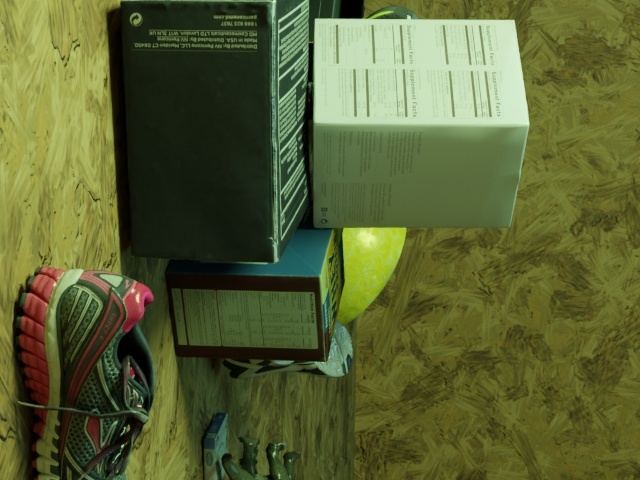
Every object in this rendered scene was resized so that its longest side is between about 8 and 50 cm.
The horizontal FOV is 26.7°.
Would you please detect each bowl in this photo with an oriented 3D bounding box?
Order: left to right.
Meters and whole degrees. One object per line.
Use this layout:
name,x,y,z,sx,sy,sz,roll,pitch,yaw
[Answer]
bowl,0.000,0.000,2.401,0.156,0.289,0.289,32,48,-30

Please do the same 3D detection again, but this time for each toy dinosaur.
toy dinosaur,-0.084,0.389,2.029,0.313,0.121,0.160,95,-8,-66

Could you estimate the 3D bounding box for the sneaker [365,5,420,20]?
sneaker,0.094,-0.258,1.930,0.121,0.111,0.300,-56,176,-22

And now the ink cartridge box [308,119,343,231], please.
ink cartridge box,-0.050,-0.094,2.017,0.234,0.193,0.088,-76,170,-55

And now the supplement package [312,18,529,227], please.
supplement package,0.121,-0.152,1.753,0.199,0.263,0.198,91,-1,-50

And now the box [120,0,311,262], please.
box,-0.115,-0.152,1.589,0.296,0.183,0.294,-65,155,-73

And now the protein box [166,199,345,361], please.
protein box,-0.080,0.049,1.800,0.200,0.201,0.136,-75,165,-58

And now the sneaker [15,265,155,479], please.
sneaker,-0.207,0.168,1.257,0.121,0.112,0.299,-74,164,-61

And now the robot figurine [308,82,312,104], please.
robot figurine,-0.024,-0.281,2.550,0.291,0.085,0.211,-76,164,-60

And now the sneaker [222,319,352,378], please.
sneaker,-0.068,0.161,2.023,0.235,0.153,0.094,4,85,-54

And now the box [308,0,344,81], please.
box,-0.059,-0.361,1.943,0.103,0.184,0.261,77,17,-59

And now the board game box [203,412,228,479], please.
board game box,-0.153,0.312,1.974,0.090,0.020,0.090,-65,156,-71

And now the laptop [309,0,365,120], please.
laptop,0.134,-0.396,2.131,0.236,0.408,0.382,61,-22,14
